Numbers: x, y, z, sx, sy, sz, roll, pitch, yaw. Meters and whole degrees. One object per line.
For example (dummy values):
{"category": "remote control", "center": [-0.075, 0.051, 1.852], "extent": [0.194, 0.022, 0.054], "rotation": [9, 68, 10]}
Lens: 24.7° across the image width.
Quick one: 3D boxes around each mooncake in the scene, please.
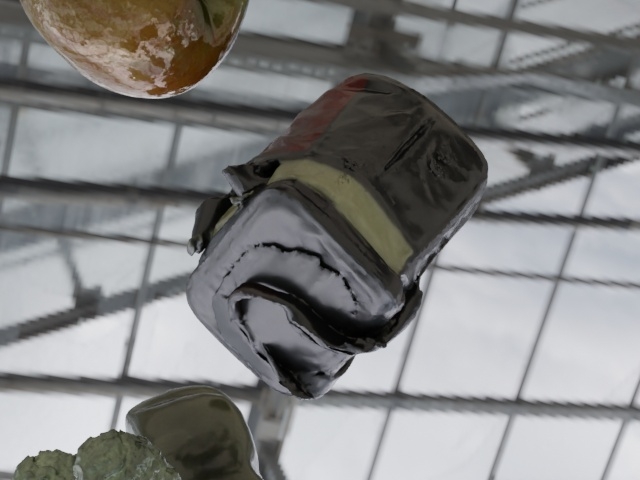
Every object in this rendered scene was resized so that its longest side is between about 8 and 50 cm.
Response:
{"category": "mooncake", "center": [-0.117, 0.281, 1.528], "extent": [0.135, 0.275, 0.275], "rotation": [-16, -148, -12]}

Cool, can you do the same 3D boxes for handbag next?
{"category": "handbag", "center": [0.000, 0.000, 1.154], "extent": [0.181, 0.254, 0.181], "rotation": [41, -124, -1]}

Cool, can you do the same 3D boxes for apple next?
{"category": "apple", "center": [-0.134, -0.199, 1.047], "extent": [0.155, 0.182, 0.182], "rotation": [18, -158, 24]}

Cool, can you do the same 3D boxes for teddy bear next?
{"category": "teddy bear", "center": [-0.110, 0.217, 0.940], "extent": [0.133, 0.213, 0.111], "rotation": [-14, -174, 45]}
